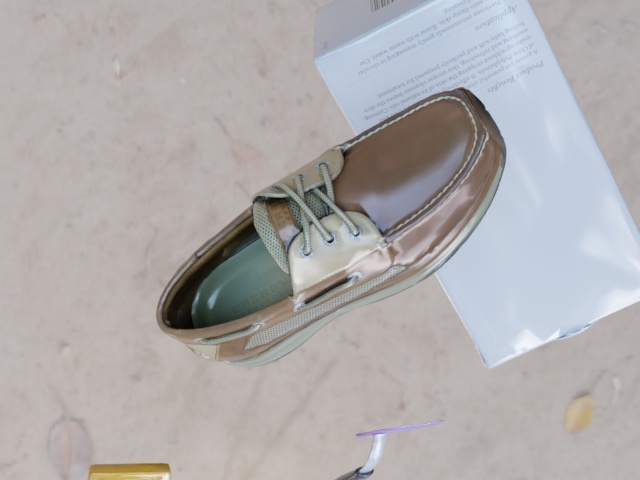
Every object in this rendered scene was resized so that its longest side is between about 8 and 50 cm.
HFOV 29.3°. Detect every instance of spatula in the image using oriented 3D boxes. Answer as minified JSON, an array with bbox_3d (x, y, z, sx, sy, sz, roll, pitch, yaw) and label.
[{"bbox_3d":[0.060,0.268,1.504,0.084,0.030,0.296,-4,152,-22],"label":"spatula"}]

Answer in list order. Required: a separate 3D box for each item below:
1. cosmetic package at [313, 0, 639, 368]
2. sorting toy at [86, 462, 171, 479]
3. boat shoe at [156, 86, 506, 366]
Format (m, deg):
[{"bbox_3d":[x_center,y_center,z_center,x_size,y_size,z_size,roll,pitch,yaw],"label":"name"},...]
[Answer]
[{"bbox_3d":[0.160,-0.085,1.164,0.197,0.155,0.365,-25,115,12],"label":"cosmetic package"},{"bbox_3d":[-0.165,0.324,1.000,0.196,0.047,0.347,-8,125,-10],"label":"sorting toy"},{"bbox_3d":[0.000,0.000,0.969,0.324,0.122,0.120,-40,153,24],"label":"boat shoe"}]
